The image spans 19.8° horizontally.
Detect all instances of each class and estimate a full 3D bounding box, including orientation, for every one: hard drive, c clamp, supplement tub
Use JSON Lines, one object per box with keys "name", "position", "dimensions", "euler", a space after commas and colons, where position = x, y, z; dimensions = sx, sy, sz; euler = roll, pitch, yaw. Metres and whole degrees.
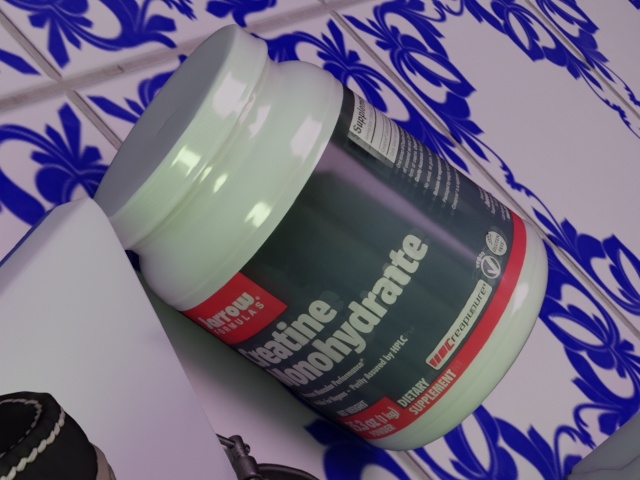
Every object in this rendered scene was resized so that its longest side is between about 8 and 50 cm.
{"name": "hard drive", "position": [-0.138, 0.133, 0.939], "dimensions": [0.210, 0.040, 0.319], "euler": [65, 22, -17]}
{"name": "c clamp", "position": [-0.018, 0.187, 1.145], "dimensions": [0.137, 0.022, 0.161], "euler": [19, 34, -49]}
{"name": "supplement tub", "position": [0.000, 0.000, 1.246], "dimensions": [0.272, 0.191, 0.191], "euler": [35, 28, -16]}

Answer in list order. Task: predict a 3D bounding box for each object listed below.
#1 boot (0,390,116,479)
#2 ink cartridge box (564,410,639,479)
{"name": "boot", "position": [-0.214, 0.033, 0.529], "dimensions": [0.377, 0.138, 0.284], "euler": [-30, 101, -59]}
{"name": "ink cartridge box", "position": [0.413, 0.252, 1.371], "dimensions": [0.395, 0.270, 0.151], "euler": [39, 29, -10]}
